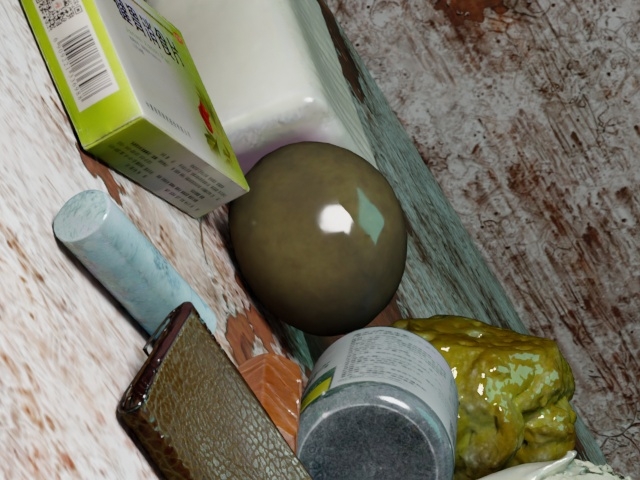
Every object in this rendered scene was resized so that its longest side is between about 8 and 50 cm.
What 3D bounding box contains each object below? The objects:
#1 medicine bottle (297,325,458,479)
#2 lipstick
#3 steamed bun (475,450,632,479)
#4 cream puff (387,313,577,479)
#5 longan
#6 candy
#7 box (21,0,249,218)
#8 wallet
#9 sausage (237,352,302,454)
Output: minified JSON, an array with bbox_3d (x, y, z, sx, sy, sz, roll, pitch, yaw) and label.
[{"bbox_3d":[0.051,0.158,1.689,0.141,0.141,0.293,61,11,-7],"label":"medicine bottle"},{"bbox_3d":[-0.133,0.025,1.393,0.158,0.048,0.048,51,15,-45],"label":"lipstick"},{"bbox_3d":[0.246,0.368,1.850,0.312,0.233,0.334,65,12,19],"label":"steamed bun"},{"bbox_3d":[0.145,0.164,1.972,0.244,0.244,0.196,24,52,-74],"label":"cream puff"},{"bbox_3d":[0.000,0.000,1.802,0.189,0.189,0.189,59,11,-18],"label":"longan"},{"bbox_3d":[-0.064,-0.177,1.990,0.208,0.145,0.358,52,15,-45],"label":"candy"},{"bbox_3d":[-0.158,-0.132,1.643,0.175,0.062,0.260,66,11,19],"label":"box"},{"bbox_3d":[-0.056,0.173,1.362,0.243,0.039,0.133,58,30,-22],"label":"wallet"},{"bbox_3d":[-0.043,0.133,1.508,0.065,0.065,0.169,59,10,-15],"label":"sausage"}]
